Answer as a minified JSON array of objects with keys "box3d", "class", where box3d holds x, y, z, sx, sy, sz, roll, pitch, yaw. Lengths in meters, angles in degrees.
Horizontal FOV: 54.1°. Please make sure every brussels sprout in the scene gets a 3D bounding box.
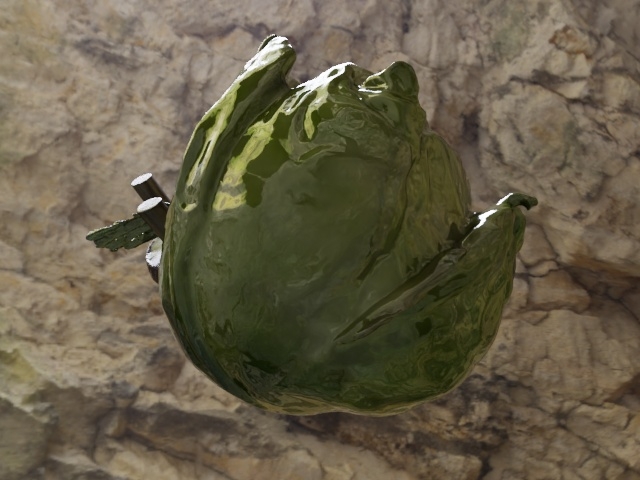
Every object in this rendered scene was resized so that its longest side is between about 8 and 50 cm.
[{"box3d":[-0.015,0.008,0.712,0.361,0.342,0.425,-46,-129,-11],"class":"brussels sprout"}]

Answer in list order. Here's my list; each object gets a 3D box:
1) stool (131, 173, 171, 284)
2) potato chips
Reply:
[{"box3d":[-0.237,-0.049,1.220,0.272,0.272,0.179,5,-53,40],"class":"stool"},{"box3d":[-0.336,-0.021,1.197,0.207,0.092,0.028,-23,-129,2],"class":"potato chips"}]
